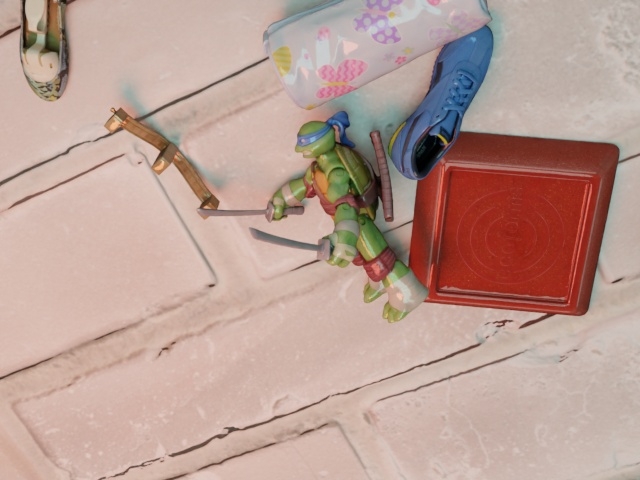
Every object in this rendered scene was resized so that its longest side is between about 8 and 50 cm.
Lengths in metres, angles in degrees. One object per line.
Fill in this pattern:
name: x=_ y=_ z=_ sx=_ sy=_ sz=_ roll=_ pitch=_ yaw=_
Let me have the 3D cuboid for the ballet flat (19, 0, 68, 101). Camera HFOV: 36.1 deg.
ballet flat: x=-0.357 y=-0.261 z=1.245 sx=0.070 sy=0.070 sz=0.189 roll=6 pitch=116 yaw=3

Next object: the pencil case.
pencil case: x=0.068 y=-0.260 z=1.174 sx=0.273 sy=0.114 sz=0.124 roll=-25 pitch=140 yaw=18

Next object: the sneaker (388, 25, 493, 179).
sneaker: x=0.161 y=-0.167 z=1.213 sx=0.069 sy=0.082 sz=0.209 roll=25 pitch=103 yaw=-25

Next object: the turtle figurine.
turtle figurine: x=0.000 y=0.000 z=1.267 sx=0.197 sy=0.275 sz=0.266 roll=-11 pitch=124 yaw=48

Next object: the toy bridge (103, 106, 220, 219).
toy bridge: x=-0.207 y=-0.109 z=1.302 sx=0.026 sy=0.063 sz=0.188 roll=-40 pitch=107 yaw=20

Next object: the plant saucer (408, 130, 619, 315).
plant saucer: x=0.253 y=-0.011 z=1.316 sx=0.259 sy=0.048 sz=0.259 roll=5 pitch=116 yaw=4
